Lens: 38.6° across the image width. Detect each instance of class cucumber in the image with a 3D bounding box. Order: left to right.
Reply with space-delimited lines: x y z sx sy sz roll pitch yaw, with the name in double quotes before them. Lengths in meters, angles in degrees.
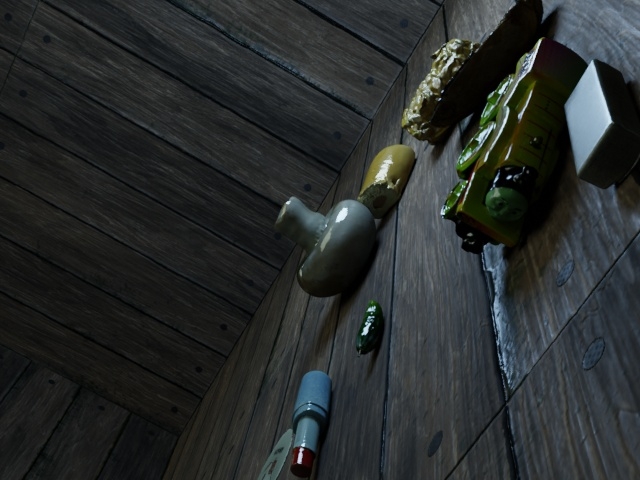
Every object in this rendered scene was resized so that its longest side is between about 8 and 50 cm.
"cucumber" 0.087 0.149 1.560 0.039 0.039 0.168 -57 5 29

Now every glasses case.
"glasses case" 0.309 -0.130 1.001 0.205 0.047 0.071 -72 9 -60

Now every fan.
"fan" -0.132 0.516 1.799 0.329 0.009 0.191 -63 7 -22

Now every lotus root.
"lotus root" 0.312 -0.310 1.694 0.167 0.078 0.329 -36 -13 -40

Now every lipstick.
"lipstick" -0.020 0.315 1.562 0.068 0.061 0.274 -56 8 21

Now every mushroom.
"mushroom" 0.000 0.000 2.060 0.244 0.243 0.243 -59 6 11

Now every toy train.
"toy train" 0.250 -0.119 1.175 0.160 0.100 0.296 -48 15 57

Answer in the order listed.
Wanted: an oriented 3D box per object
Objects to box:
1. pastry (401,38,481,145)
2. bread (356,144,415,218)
"pastry" 0.266 -0.325 1.949 0.250 0.102 0.154 -61 9 9
"bread" 0.151 -0.144 2.138 0.134 0.085 0.173 -54 10 49
